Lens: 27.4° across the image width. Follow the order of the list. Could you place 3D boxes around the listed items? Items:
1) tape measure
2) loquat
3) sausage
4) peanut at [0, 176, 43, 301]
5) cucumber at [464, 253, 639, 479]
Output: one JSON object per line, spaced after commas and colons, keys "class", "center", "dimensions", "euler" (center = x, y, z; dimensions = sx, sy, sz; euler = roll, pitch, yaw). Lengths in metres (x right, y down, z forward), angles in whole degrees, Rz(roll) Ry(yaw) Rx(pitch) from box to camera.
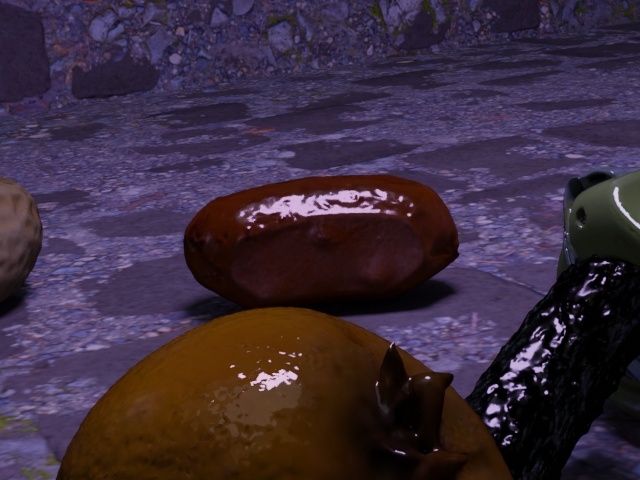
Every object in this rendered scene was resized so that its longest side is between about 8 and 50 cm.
{"class": "tape measure", "center": [0.235, 0.044, 0.894], "dimensions": [0.106, 0.175, 0.200], "euler": [-22, 45, -30]}
{"class": "loquat", "center": [-0.012, 0.132, 0.574], "dimensions": [0.208, 0.208, 0.208], "euler": [-4, 15, 1]}
{"class": "sausage", "center": [0.000, -0.001, 1.238], "dimensions": [0.258, 0.133, 0.133], "euler": [-6, 15, -2]}
{"class": "peanut", "center": [-0.382, 0.016, 1.255], "dimensions": [0.152, 0.152, 0.313], "euler": [5, 15, 32]}
{"class": "cucumber", "center": [0.109, 0.118, 0.764], "dimensions": [0.303, 0.072, 0.081], "euler": [-45, 7, -39]}
